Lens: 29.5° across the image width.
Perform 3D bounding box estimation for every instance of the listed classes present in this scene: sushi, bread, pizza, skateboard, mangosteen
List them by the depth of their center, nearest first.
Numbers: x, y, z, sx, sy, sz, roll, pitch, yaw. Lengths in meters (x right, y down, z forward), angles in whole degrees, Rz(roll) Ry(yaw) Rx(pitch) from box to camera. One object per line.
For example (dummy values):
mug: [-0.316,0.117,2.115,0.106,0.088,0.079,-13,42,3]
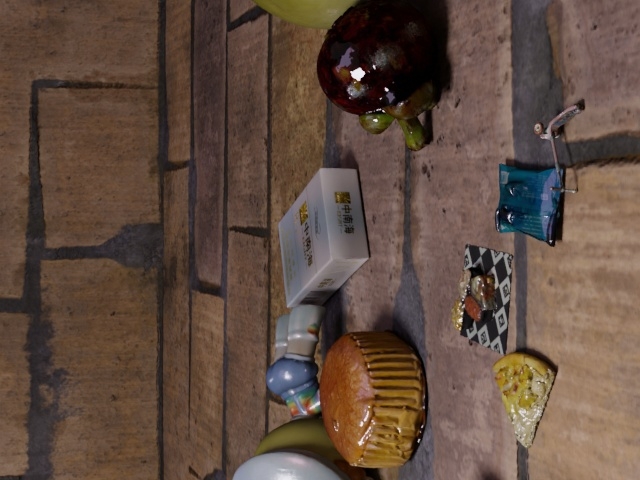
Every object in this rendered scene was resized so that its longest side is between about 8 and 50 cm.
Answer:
skateboard: [0.256,-0.094,1.266,0.064,0.032,0.083,-39,50,53]
pizza: [0.225,0.179,1.356,0.123,0.026,0.109,171,97,-70]
sushi: [0.187,0.068,1.462,0.126,0.026,0.120,-160,72,-70]
mangosteen: [0.085,-0.225,1.585,0.184,0.172,0.172,48,141,25]
bread: [0.065,0.220,1.699,0.199,0.104,0.199,-178,90,-71]

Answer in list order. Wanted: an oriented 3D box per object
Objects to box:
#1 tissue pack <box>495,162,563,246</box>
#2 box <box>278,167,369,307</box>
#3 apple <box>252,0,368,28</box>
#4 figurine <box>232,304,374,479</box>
tissue pack: [0.226,-0.041,1.353,0.138,0.027,0.085,-166,77,-67]
box: [0.000,0.000,1.941,0.243,0.067,0.155,129,136,-62]
apple: [-0.006,-0.437,1.656,0.292,0.254,0.292,-166,90,-74]
figurine: [-0.044,0.295,1.868,0.224,0.205,0.382,-50,41,44]
